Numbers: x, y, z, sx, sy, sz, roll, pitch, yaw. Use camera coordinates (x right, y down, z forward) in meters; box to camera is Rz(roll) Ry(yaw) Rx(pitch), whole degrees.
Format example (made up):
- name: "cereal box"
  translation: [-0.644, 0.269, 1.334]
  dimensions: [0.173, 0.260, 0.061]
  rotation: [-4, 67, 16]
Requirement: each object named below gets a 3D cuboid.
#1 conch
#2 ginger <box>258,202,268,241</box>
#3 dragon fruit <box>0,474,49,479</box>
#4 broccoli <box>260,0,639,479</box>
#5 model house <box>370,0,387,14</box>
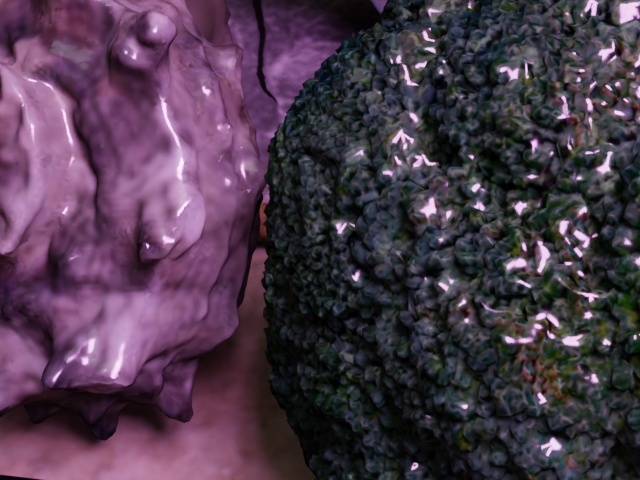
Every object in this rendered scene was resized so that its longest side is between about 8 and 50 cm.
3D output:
- name: "conch"
  translation: [-0.109, -0.057, 0.594]
  dimensions: [0.186, 0.241, 0.313]
  rotation: [22, 60, -21]
- name: "ginger"
  translation: [0.001, 0.001, 0.666]
  dimensions: [0.097, 0.030, 0.048]
  rotation: [2, 22, 6]
- name: "dragon fruit"
  translation: [-0.151, 0.195, 0.468]
  dimensions: [0.344, 0.100, 0.282]
  rotation: [-23, 49, -17]
- name: "broccoli"
  translation: [0.111, 0.021, 0.514]
  dimensions: [0.297, 0.297, 0.297]
  rotation: [24, 43, -26]
- name: "model house"
  translation: [0.104, -0.242, 0.732]
  dimensions: [0.284, 0.243, 0.298]
  rotation: [18, 42, 27]
